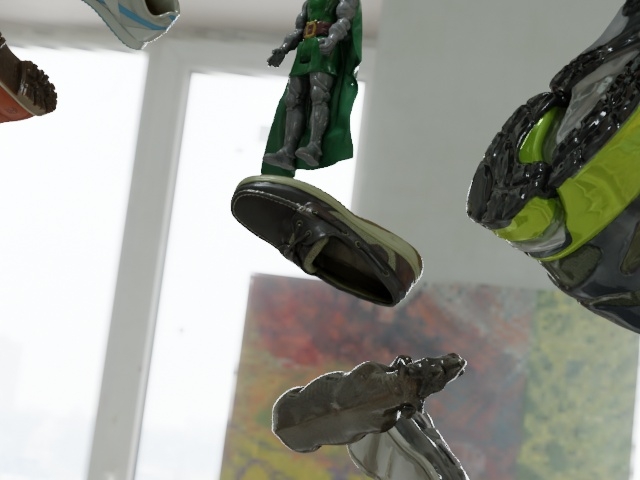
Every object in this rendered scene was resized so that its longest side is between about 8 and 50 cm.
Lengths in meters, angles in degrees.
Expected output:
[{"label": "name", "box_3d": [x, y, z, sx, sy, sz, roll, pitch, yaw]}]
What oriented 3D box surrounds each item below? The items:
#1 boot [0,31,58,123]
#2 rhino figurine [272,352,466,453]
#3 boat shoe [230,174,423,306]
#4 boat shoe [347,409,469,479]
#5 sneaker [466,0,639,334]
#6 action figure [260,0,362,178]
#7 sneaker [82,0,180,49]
[{"label": "boot", "box_3d": [-0.335, -0.164, 1.382, 0.084, 0.059, 0.158, -15, -41, 25]}, {"label": "rhino figurine", "box_3d": [0.049, 0.153, 1.388, 0.243, 0.073, 0.106, -24, -8, 42]}, {"label": "boat shoe", "box_3d": [0.000, 0.000, 1.041, 0.152, 0.056, 0.049, 23, 36, 8]}, {"label": "boat shoe", "box_3d": [0.124, 0.265, 1.556, 0.095, 0.112, 0.335, 5, 21, -21]}, {"label": "sneaker", "box_3d": [0.208, -0.078, 0.735, 0.121, 0.300, 0.111, 50, -10, -24]}, {"label": "action figure", "box_3d": [-0.004, -0.185, 1.465, 0.137, 0.232, 0.063, -7, -25, 42]}, {"label": "sneaker", "box_3d": [-0.295, -0.368, 1.991, 0.092, 0.087, 0.228, -28, -51, 30]}]
